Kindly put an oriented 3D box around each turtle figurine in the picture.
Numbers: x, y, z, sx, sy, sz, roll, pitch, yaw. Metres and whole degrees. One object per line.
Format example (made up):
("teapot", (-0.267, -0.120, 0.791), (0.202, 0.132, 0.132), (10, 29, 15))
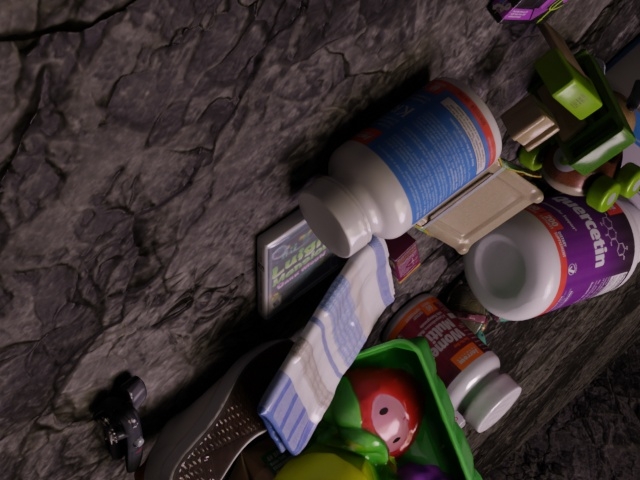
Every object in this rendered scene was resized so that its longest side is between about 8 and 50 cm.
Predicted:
("turtle figurine", (0.266, 0.135, 1.860), (0.118, 0.175, 0.234), (14, 84, -36))

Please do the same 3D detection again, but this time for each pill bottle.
("pill bottle", (0.398, 0.014, 1.769), (0.323, 0.181, 0.181), (-13, 141, -40))
("pill bottle", (0.214, 0.200, 1.758), (0.121, 0.221, 0.121), (-36, 155, -20))
("pill bottle", (0.087, -0.079, 1.219), (0.221, 0.124, 0.124), (-37, 155, -20))

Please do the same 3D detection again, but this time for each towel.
("towel", (0.015, 0.138, 1.416), (0.285, 0.034, 0.209), (-57, 159, -19))

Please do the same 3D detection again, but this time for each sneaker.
("sneaker", (-0.138, 0.227, 1.420), (0.123, 0.106, 0.290), (-6, -152, 45))

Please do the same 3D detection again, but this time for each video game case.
("video game case", (0.000, 0.000, 1.331), (0.190, 0.022, 0.173), (-35, 154, -23))

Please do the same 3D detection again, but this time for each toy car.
("toy car", (0.409, -0.167, 1.590), (0.149, 0.155, 0.188), (-23, 139, -41))

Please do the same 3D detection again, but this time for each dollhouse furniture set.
("dollhouse furniture set", (0.228, -0.139, 1.430), (0.301, 0.151, 0.197), (-37, 140, 25))

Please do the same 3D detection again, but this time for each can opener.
("can opener", (-0.230, 0.233, 1.284), (0.073, 0.059, 0.186), (-33, 153, -28))

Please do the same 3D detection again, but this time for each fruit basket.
("fruit basket", (0.067, 0.346, 1.542), (0.283, 0.392, 0.392), (-20, 166, 23))

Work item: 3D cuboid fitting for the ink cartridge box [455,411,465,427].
("ink cartridge box", (0.212, 0.343, 2.111), (0.088, 0.122, 0.052), (-41, 156, -9))

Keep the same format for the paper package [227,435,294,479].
("paper package", (-0.010, 0.435, 1.843), (0.325, 0.168, 0.309), (-22, 146, -42))

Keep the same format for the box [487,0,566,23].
("box", (0.279, -0.311, 1.232), (0.116, 0.029, 0.162), (-14, 155, -50))

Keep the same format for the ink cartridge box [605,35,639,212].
("ink cartridge box", (0.602, -0.212, 1.796), (0.285, 0.166, 0.395), (-41, 155, -8))

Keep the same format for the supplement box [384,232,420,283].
("supplement box", (0.102, 0.014, 1.483), (0.043, 0.055, 0.083), (-43, 157, -10))
